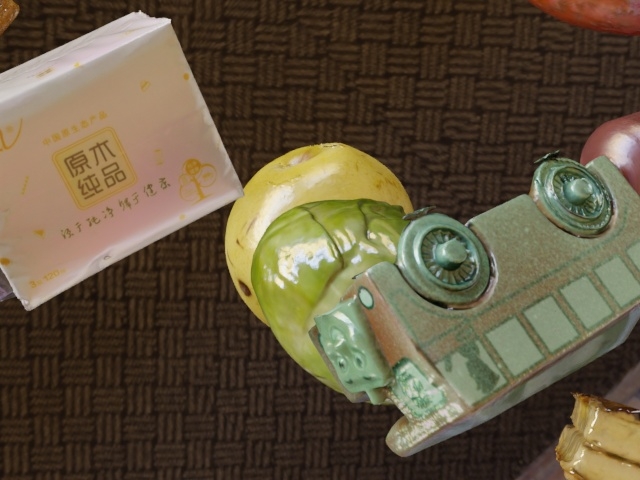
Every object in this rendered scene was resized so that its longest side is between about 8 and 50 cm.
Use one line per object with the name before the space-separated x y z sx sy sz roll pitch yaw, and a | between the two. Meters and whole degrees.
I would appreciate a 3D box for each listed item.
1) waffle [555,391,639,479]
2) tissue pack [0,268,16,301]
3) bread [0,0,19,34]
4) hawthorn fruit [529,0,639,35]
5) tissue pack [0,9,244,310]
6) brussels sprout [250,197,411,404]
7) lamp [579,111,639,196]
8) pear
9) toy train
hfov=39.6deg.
waffle | 0.352 0.227 0.902 0.213 0.308 0.091 17 85 15
tissue pack | -0.493 0.024 1.248 0.112 0.051 0.156 -17 128 22
bread | -0.625 -0.323 1.513 0.077 0.139 0.271 42 50 -22
hawthorn fruit | 0.309 -0.316 0.828 0.275 0.300 0.275 -21 131 -26
tissue pack | -0.212 -0.075 0.800 0.225 0.124 0.185 -29 118 -14
brussels sprout | 0.062 0.069 1.160 0.328 0.328 0.247 28 115 -13
lamp | 0.497 -0.106 1.316 0.258 0.180 0.180 -15 104 -27
pear | 0.000 0.000 1.555 0.348 0.348 0.348 -2 101 -8
toy train | 0.151 0.039 0.703 0.326 0.129 0.159 -24 76 -34
